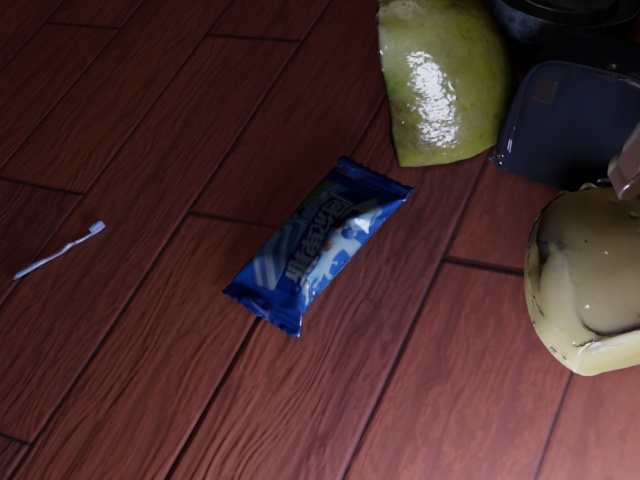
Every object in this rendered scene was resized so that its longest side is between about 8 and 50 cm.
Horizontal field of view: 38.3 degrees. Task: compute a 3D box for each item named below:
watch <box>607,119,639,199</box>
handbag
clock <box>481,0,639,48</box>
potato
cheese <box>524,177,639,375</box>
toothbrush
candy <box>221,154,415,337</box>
[{"bbox_3d":[0.608,-0.063,1.204,0.335,0.314,0.326,-16,61,-26],"label":"watch"},{"bbox_3d":[0.443,-0.206,1.468,0.302,0.178,0.275,27,62,36],"label":"handbag"},{"bbox_3d":[0.439,-0.455,1.707,0.313,0.061,0.312,3,45,-3],"label":"clock"},{"bbox_3d":[0.230,-0.339,1.599,0.213,0.280,0.330,-1,48,22],"label":"potato"},{"bbox_3d":[0.408,0.038,1.305,0.260,0.128,0.315,-11,51,-3],"label":"cheese"},{"bbox_3d":[-0.485,0.019,1.709,0.193,0.019,0.013,-33,47,-8],"label":"toothbrush"},{"bbox_3d":[0.000,0.000,1.513,0.187,0.077,0.331,27,65,39],"label":"candy"}]
